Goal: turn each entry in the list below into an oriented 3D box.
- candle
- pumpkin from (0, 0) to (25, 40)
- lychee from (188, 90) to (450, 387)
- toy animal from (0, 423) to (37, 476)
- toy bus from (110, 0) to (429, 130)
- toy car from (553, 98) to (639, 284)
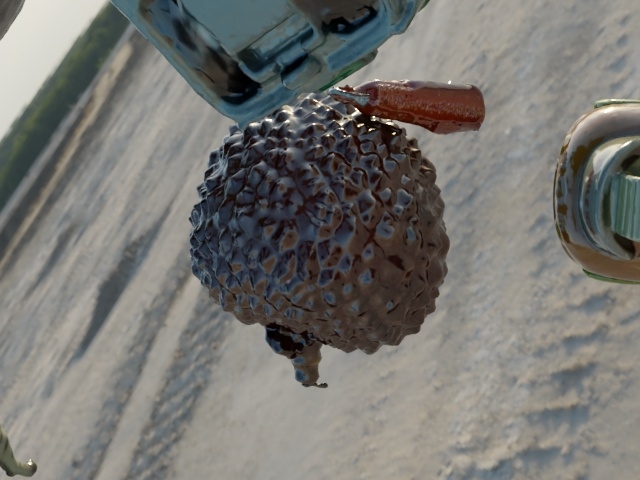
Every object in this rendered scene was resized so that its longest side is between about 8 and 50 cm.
[{"bbox_3d":[0.083,-0.128,0.977,0.048,0.162,0.053,-110,30,-49],"label":"candle"},{"bbox_3d":[-0.452,-0.331,0.894,0.344,0.454,0.454,-44,17,4],"label":"pumpkin"},{"bbox_3d":[0.000,0.000,1.027,0.264,0.264,0.300,-177,91,-72],"label":"lychee"},{"bbox_3d":[-0.340,0.133,0.918,0.073,0.217,0.176,-30,-7,-8],"label":"toy animal"},{"bbox_3d":[-0.071,-0.256,0.595,0.183,0.343,0.199,-22,28,45],"label":"toy bus"},{"bbox_3d":[0.272,-0.028,0.714,0.235,0.235,0.145,-150,61,-74],"label":"toy car"}]
